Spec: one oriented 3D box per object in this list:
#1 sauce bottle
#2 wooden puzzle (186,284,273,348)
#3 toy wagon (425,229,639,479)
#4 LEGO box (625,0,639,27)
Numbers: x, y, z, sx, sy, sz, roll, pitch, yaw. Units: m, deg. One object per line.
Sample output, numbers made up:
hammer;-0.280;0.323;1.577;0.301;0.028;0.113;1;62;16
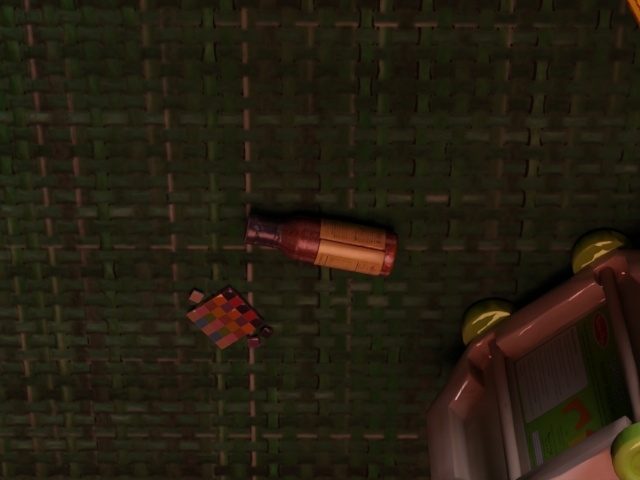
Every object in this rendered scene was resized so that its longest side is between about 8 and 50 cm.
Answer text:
sauce bottle;0.000;0.000;1.546;0.128;0.042;0.042;12;125;-7
wooden puzzle;-0.083;0.068;1.616;0.049;0.006;0.083;-31;120;21
toy wagon;0.233;0.103;1.480;0.344;0.267;0.068;-34;120;22
LEGO box;0.428;-0.276;1.173;0.500;0.193;0.372;-26;113;19
